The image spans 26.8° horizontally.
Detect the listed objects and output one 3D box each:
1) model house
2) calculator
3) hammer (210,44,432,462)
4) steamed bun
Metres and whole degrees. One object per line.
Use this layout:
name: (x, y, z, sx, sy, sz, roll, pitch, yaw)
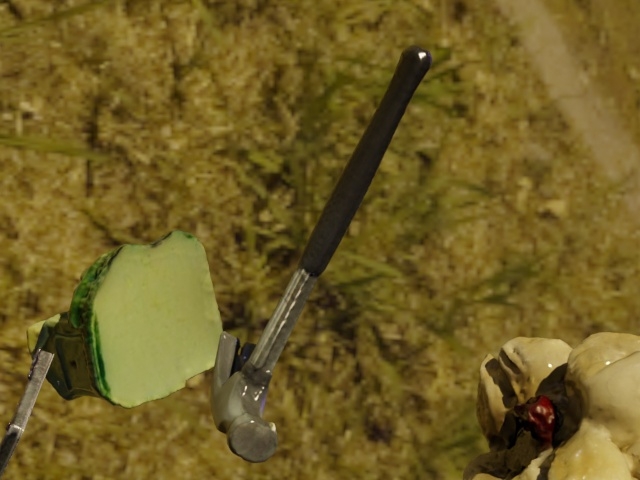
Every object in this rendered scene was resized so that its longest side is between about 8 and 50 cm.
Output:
model house: (-0.263, 0.099, 1.675, 0.214, 0.189, 0.195, -27, 105, -45)
calculator: (-0.364, 0.259, 1.496, 0.161, 0.021, 0.261, -85, -159, -61)
hammer: (0.000, 0.000, 0.766, 0.029, 0.103, 0.246, 24, 98, -19)
steamed bun: (0.158, 0.143, 0.852, 0.106, 0.192, 0.177, 27, 63, -27)
